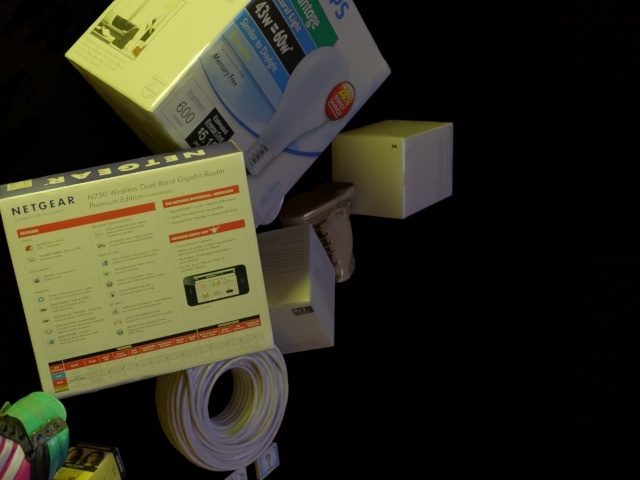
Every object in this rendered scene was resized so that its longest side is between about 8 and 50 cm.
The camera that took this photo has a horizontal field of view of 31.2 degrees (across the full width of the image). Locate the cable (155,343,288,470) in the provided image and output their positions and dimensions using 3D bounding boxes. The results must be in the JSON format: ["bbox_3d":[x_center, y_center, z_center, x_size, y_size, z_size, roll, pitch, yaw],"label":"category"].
[{"bbox_3d":[-0.170,0.269,1.990,0.257,0.089,0.257,5,93,-46],"label":"cable"}]

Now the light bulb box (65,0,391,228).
[{"bbox_3d":[-0.127,-0.274,1.767,0.361,0.225,0.358,-50,145,-9],"label":"light bulb box"}]

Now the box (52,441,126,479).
[{"bbox_3d":[-0.383,0.384,1.652,0.232,0.087,0.058,-46,132,-50],"label":"box"}]

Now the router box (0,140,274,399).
[{"bbox_3d":[-0.251,0.041,1.606,0.082,0.335,0.301,-132,-147,-68],"label":"router box"}]

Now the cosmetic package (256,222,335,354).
[{"bbox_3d":[-0.065,0.094,2.113,0.151,0.151,0.183,62,23,-47],"label":"cosmetic package"}]

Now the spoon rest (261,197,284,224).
[{"bbox_3d":[-0.098,-0.166,2.136,0.137,0.084,0.276,-7,100,-63],"label":"spoon rest"}]

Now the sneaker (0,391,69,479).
[{"bbox_3d":[-0.422,0.249,1.504,0.178,0.124,0.295,-52,146,-40],"label":"sneaker"}]

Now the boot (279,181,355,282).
[{"bbox_3d":[0.000,0.000,2.350,0.262,0.095,0.203,-34,125,-62],"label":"boot"}]

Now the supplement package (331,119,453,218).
[{"bbox_3d":[0.163,-0.165,2.551,0.293,0.175,0.177,-23,116,-61],"label":"supplement package"}]

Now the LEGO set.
[{"bbox_3d":[-0.137,0.394,2.176,0.244,0.060,0.182,-28,115,-59],"label":"LEGO set"}]
